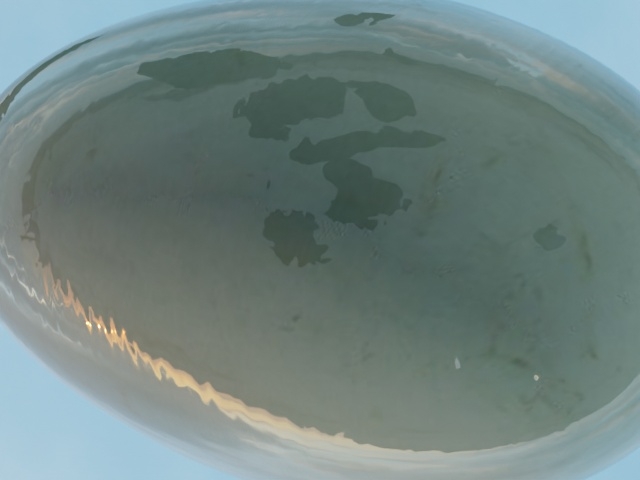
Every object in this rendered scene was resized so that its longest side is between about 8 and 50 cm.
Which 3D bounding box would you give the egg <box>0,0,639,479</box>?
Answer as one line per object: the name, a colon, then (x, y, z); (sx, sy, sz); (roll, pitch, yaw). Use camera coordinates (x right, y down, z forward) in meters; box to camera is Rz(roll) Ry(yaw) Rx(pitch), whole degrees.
egg: (0.000, 0.000, 0.876); (0.371, 0.230, 0.230); (9, -93, 27)
